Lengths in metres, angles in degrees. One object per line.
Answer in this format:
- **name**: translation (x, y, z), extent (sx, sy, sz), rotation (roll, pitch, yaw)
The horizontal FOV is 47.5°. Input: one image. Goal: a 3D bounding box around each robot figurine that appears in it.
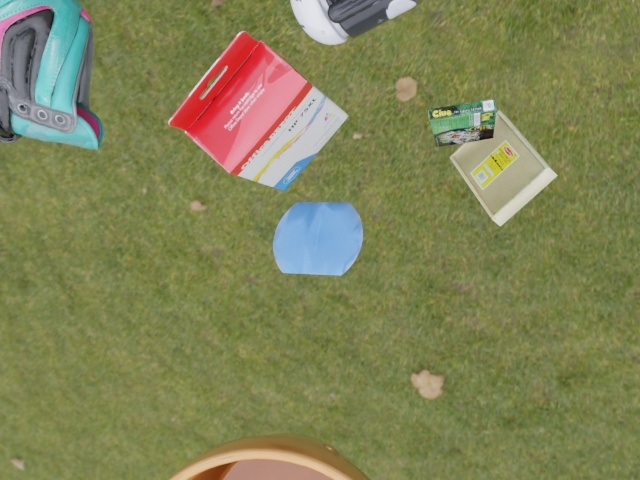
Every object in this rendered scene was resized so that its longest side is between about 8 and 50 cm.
- **robot figurine**: translation (0.076, -0.489, 1.376), extent (0.278, 0.209, 0.173), rotation (-23, 83, 19)

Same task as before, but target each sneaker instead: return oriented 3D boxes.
- **sneaker**: translation (-0.295, -0.110, 0.666), extent (0.179, 0.124, 0.295), rotation (27, 102, -17)

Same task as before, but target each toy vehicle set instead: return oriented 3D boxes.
- **toy vehicle set**: translation (0.415, -0.173, 1.682), extent (0.035, 0.266, 0.166), rotation (32, 114, -34)

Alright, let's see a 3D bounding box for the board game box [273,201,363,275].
- **board game box**: translation (0.000, 0.000, 1.279), extent (0.169, 0.133, 0.033), rotation (1, 161, 23)

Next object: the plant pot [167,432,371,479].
- **plant pot**: translation (-0.047, 0.338, 0.790), extent (0.291, 0.203, 0.290), rotation (0, 92, 4)

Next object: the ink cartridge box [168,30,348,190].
- **ink cartridge box**: translation (-0.064, -0.141, 0.848), extent (0.078, 0.231, 0.134), rotation (43, 100, 14)

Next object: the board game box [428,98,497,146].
- **board game box**: translation (0.308, -0.250, 1.571), extent (0.136, 0.260, 0.030), rotation (-5, 84, 11)
